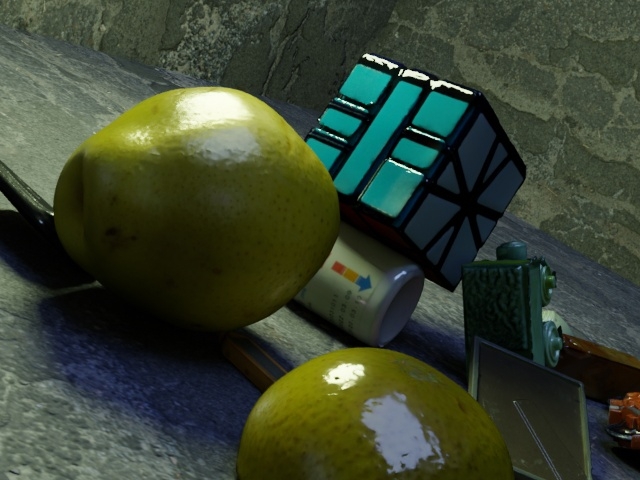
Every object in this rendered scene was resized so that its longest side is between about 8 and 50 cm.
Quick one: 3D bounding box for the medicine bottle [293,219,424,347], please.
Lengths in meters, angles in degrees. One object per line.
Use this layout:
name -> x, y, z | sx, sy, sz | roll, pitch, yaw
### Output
medicine bottle -> 0.024, 0.052, 1.857 | 0.293, 0.170, 0.170 | 30, 15, 22

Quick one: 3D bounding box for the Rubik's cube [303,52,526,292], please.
Rubik's cube -> 0.161, -0.123, 1.888 | 0.283, 0.288, 0.293 | 29, -7, 34

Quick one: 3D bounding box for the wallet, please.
wallet -> -0.434, -0.047, 1.601 | 0.250, 0.044, 0.149 | 37, -13, 38

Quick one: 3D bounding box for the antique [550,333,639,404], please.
antique -> 0.505, 0.249, 2.085 | 0.309, 0.093, 0.087 | 18, 15, -20

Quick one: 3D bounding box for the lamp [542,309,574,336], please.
lamp -> 0.503, 0.221, 2.189 | 0.193, 0.106, 0.106 | 33, 14, 1

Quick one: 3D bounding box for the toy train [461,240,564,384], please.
toy train -> 0.339, 0.139, 1.878 | 0.159, 0.272, 0.188 | -2, 5, 28

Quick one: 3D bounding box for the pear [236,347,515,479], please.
pear -> 0.087, 0.236, 1.228 | 0.340, 0.191, 0.386 | 21, 14, -14

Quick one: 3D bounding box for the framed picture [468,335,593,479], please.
framed picture -> 0.328, 0.279, 1.652 | 0.213, 0.016, 0.289 | 23, 32, -4

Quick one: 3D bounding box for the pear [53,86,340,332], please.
pear -> -0.173, -0.045, 1.519 | 0.418, 0.362, 0.362 | -1, 27, -39

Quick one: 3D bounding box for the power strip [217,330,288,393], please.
power strip -> -0.097, 0.173, 1.499 | 0.049, 0.028, 0.178 | 10, 20, -45

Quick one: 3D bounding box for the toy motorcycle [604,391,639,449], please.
toy motorcycle -> 0.634, 0.335, 1.912 | 0.221, 0.148, 0.325 | 5, 6, 16
